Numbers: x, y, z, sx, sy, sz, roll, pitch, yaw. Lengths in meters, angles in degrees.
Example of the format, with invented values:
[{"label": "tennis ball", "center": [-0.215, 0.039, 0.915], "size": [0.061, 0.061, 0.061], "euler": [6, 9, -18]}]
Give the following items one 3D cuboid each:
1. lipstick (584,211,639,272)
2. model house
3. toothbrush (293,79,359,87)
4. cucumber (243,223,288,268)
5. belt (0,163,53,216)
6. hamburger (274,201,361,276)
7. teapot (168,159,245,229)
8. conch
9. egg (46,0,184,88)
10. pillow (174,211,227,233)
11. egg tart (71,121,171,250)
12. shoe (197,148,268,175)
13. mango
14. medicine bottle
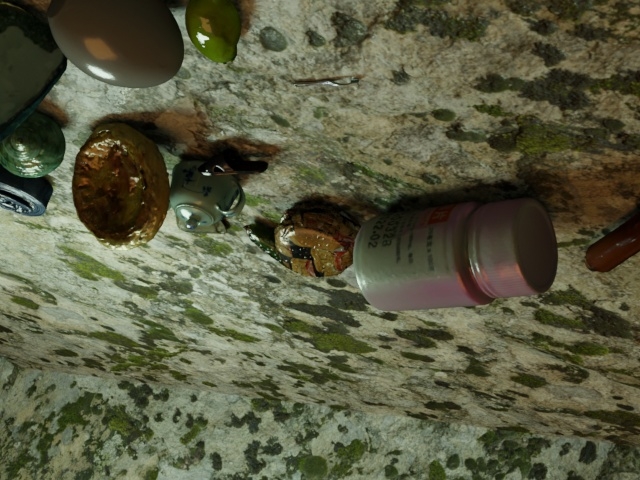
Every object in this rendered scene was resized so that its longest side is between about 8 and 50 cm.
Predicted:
[{"label": "lipstick", "center": [0.632, -0.027, 1.667], "size": [0.077, 0.077, 0.418], "euler": [18, 156, -7]}, {"label": "model house", "center": [-0.619, -0.294, 1.639], "size": [0.184, 0.253, 0.291], "euler": [38, 166, -15]}, {"label": "toothbrush", "center": [0.009, -0.282, 1.553], "size": [0.131, 0.013, 0.011], "euler": [3, 142, 25]}, {"label": "cucumber", "center": [-0.104, 0.018, 2.164], "size": [0.227, 0.069, 0.069], "euler": [35, 148, -28]}, {"label": "belt", "center": [-0.785, -0.130, 2.199], "size": [0.190, 0.082, 0.141], "euler": [29, 146, -29]}, {"label": "hamburger", "center": [0.000, 0.000, 2.029], "size": [0.231, 0.107, 0.231], "euler": [15, 149, 9]}, {"label": "teapot", "center": [-0.267, -0.089, 1.931], "size": [0.232, 0.159, 0.159], "euler": [-1, 150, 28]}, {"label": "conch", "center": [-0.657, -0.216, 1.917], "size": [0.176, 0.122, 0.188], "euler": [37, 146, -13]}, {"label": "egg", "center": [-0.329, -0.343, 1.424], "size": [0.176, 0.176, 0.232], "euler": [-11, 154, 42]}, {"label": "pillow", "center": [-0.305, -0.068, 2.124], "size": [0.130, 0.033, 0.217], "euler": [4, 153, 5]}, {"label": "egg tart", "center": [-0.423, -0.120, 1.894], "size": [0.290, 0.290, 0.115], "euler": [-5, -175, 35]}, {"label": "shoe", "center": [-0.188, -0.171, 1.836], "size": [0.159, 0.062, 0.053], "euler": [4, 126, 19]}, {"label": "mango", "center": [-0.176, -0.349, 1.445], "size": [0.091, 0.074, 0.165], "euler": [7, 154, 12]}, {"label": "medicine bottle", "center": [0.277, 0.031, 1.805], "size": [0.388, 0.219, 0.219], "euler": [-9, 146, 40]}]
